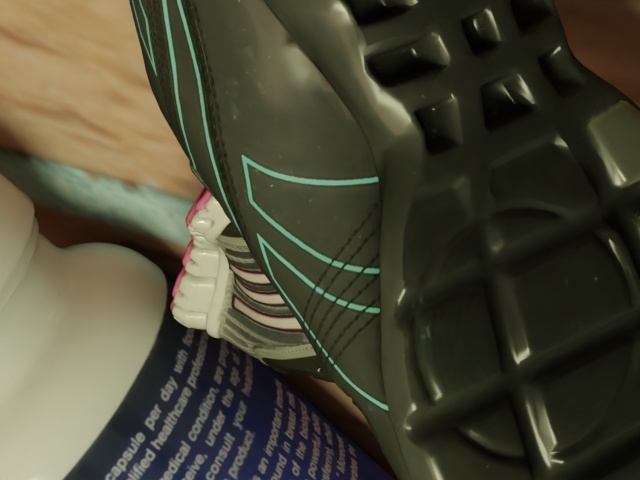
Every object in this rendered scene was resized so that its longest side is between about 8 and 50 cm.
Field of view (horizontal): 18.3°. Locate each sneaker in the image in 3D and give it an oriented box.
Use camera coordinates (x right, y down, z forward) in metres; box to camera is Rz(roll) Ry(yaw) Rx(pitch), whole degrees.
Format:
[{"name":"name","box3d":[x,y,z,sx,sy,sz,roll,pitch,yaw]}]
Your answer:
[{"name":"sneaker","box3d":[0.000,0.000,0.630,0.075,0.063,0.170,29,155,3]},{"name":"sneaker","box3d":[0.021,-0.025,0.497,0.106,0.101,0.267,-8,104,63]}]

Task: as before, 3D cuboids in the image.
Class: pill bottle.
[{"name":"pill bottle","box3d":[-0.078,0.097,0.751,0.265,0.153,0.153,44,148,-22]}]
